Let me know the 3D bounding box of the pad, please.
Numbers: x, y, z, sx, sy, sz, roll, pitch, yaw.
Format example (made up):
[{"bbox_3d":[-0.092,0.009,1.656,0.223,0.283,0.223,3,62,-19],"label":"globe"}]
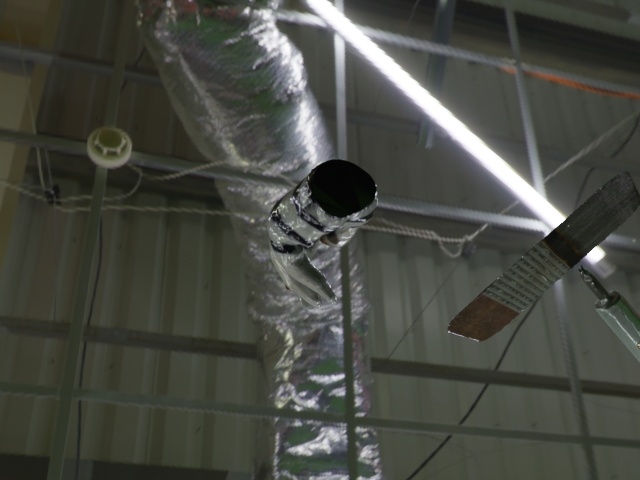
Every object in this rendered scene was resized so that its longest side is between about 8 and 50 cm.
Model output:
[{"bbox_3d":[0.230,0.030,0.786,0.055,0.250,0.323,48,-167,9],"label":"pad"}]

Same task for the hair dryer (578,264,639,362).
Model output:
[{"bbox_3d":[0.539,0.180,1.298,0.357,0.107,0.173,47,-165,-6],"label":"hair dryer"}]

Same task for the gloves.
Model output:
[{"bbox_3d":[-0.014,-0.004,0.997,0.131,0.218,0.140,29,-130,-13],"label":"gloves"}]
